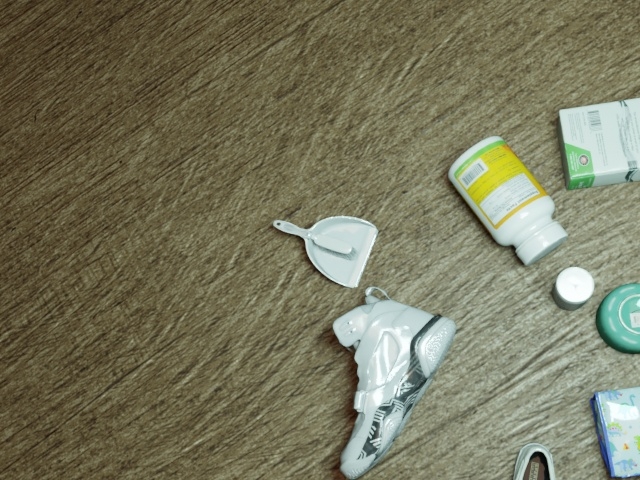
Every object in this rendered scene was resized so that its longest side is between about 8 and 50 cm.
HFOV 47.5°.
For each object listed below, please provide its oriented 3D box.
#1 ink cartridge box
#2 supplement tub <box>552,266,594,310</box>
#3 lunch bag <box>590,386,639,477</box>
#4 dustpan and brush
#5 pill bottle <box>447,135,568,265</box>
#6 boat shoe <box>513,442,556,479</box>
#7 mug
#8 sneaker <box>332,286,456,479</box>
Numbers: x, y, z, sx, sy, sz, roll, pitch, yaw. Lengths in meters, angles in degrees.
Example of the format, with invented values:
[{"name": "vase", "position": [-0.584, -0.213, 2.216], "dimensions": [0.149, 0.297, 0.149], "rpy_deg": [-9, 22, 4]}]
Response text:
[{"name": "ink cartridge box", "position": [0.595, -0.195, 1.462], "dimensions": [0.208, 0.087, 0.153], "rpy_deg": [-7, 75, 12]}, {"name": "supplement tub", "position": [0.487, 0.094, 1.403], "dimensions": [0.071, 0.107, 0.071], "rpy_deg": [-3, 75, 12]}, {"name": "lunch bag", "position": [0.576, 0.349, 1.326], "dimensions": [0.129, 0.096, 0.151], "rpy_deg": [-11, 64, 10]}, {"name": "dustpan and brush", "position": [0.000, 0.000, 1.563], "dimensions": [0.211, 0.060, 0.147], "rpy_deg": [19, 81, 16]}, {"name": "pill bottle", "position": [0.378, -0.076, 1.456], "dimensions": [0.136, 0.136, 0.245], "rpy_deg": [-35, 72, 3]}, {"name": "boat shoe", "position": [0.390, 0.510, 1.331], "dimensions": [0.096, 0.088, 0.267], "rpy_deg": [9, 78, 15]}, {"name": "mug", "position": [0.602, 0.135, 1.371], "dimensions": [0.129, 0.097, 0.158], "rpy_deg": [38, 87, 19]}, {"name": "sneaker", "position": [0.095, 0.271, 1.439], "dimensions": [0.210, 0.137, 0.366], "rpy_deg": [30, 79, 19]}]
